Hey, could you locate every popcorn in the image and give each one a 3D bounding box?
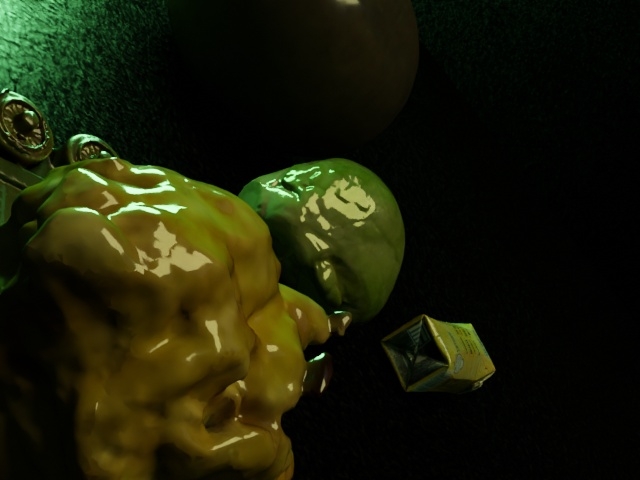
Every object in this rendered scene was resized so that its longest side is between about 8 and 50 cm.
[{"bbox_3d":[-0.099,0.078,0.584,0.253,0.191,0.190,50,31,-41],"label":"popcorn"}]

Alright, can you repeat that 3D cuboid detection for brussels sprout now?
[{"bbox_3d":[0.005,-0.006,1.076,0.183,0.131,0.145,49,62,-25],"label":"brussels sprout"}]

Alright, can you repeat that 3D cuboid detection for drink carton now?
[{"bbox_3d":[0.145,0.133,1.264,0.200,0.074,0.084,15,43,-61],"label":"drink carton"}]

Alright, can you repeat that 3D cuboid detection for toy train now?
[{"bbox_3d":[-0.163,0.003,0.715,0.225,0.090,0.137,29,41,-43],"label":"toy train"}]

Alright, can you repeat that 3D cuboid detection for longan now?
[{"bbox_3d":[-0.030,-0.227,1.234,0.300,0.243,0.300,41,-19,18],"label":"longan"}]
